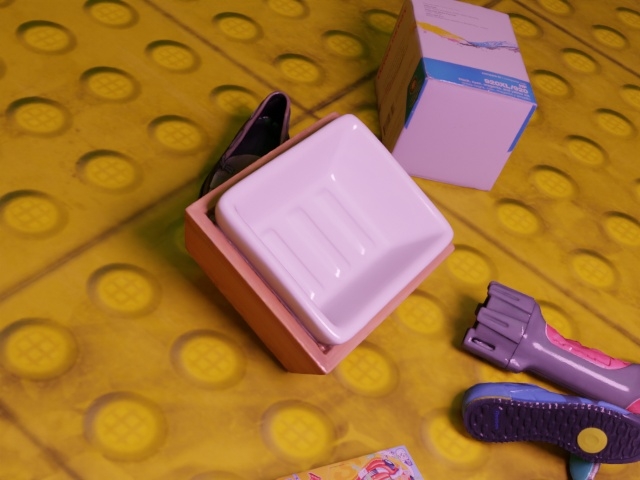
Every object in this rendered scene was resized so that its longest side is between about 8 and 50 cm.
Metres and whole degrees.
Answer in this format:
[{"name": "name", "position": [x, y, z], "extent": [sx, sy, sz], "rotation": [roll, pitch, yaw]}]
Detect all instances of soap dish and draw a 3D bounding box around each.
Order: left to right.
[{"name": "soap dish", "position": [0.000, 0.000, 1.129], "extent": [0.229, 0.118, 0.291], "rotation": [49, 46, 2]}]

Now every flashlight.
[{"name": "flashlight", "position": [0.329, 0.142, 1.171], "extent": [0.304, 0.103, 0.103], "rotation": [27, 15, 7]}]

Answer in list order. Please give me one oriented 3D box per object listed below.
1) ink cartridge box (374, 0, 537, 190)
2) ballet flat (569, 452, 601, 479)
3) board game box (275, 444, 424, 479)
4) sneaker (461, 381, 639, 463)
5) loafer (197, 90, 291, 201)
[{"name": "ink cartridge box", "position": [0.190, -0.222, 1.438], "extent": [0.168, 0.171, 0.233], "rotation": [10, 43, -13]}, {"name": "ballet flat", "position": [0.304, 0.234, 1.111], "extent": [0.041, 0.041, 0.114], "rotation": [15, 43, -8]}, {"name": "board game box", "position": [0.040, 0.268, 0.970], "extent": [0.154, 0.026, 0.103], "rotation": [-8, 50, -29]}, {"name": "sneaker", "position": [0.262, 0.192, 1.086], "extent": [0.209, 0.069, 0.082], "rotation": [8, 18, 11]}, {"name": "loafer", "position": [-0.092, -0.098, 1.255], "extent": [0.096, 0.084, 0.268], "rotation": [19, 42, -4]}]
